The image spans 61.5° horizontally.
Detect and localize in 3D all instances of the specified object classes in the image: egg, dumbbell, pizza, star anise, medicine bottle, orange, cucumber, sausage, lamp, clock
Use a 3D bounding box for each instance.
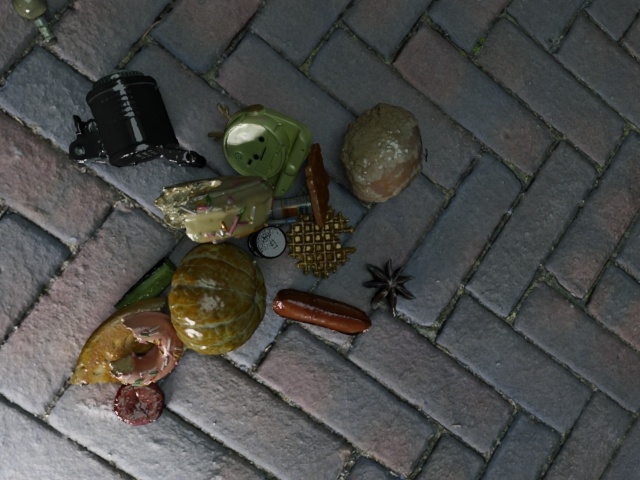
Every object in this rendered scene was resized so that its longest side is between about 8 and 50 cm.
[{"bbox_3d":[0.192,-0.272,1.697,0.278,0.279,0.311,18,80,-13],"label":"egg"},{"bbox_3d":[-0.165,0.006,1.641,0.100,0.191,0.100,0,90,-13],"label":"dumbbell"},{"bbox_3d":[-0.579,0.306,1.591,0.365,0.074,0.182,-48,115,-2],"label":"pizza"},{"bbox_3d":[0.228,0.155,1.802,0.204,0.061,0.181,16,87,-13],"label":"star anise"},{"bbox_3d":[-0.132,-0.088,1.692,0.220,0.061,0.092,-7,54,2],"label":"medicine bottle"},{"bbox_3d":[-0.290,0.162,1.542,0.248,0.329,0.330,-4,91,8],"label":"orange"},{"bbox_3d":[-0.527,0.145,1.627,0.211,0.062,0.078,-42,117,-1],"label":"cucumber"},{"bbox_3d":[0.007,0.227,1.731,0.330,0.102,0.102,17,86,-12],"label":"sausage"},{"bbox_3d":[-0.529,-0.349,1.546,0.373,0.205,0.273,-1,94,-3],"label":"lamp"},{"bbox_3d":[-0.194,-0.288,1.624,0.307,0.096,0.235,27,129,-3],"label":"clock"},{"bbox_3d":[-0.814,-0.644,1.551,0.090,0.091,0.163,-29,113,-12],"label":"lamp"}]

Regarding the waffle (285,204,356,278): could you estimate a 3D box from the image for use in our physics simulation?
[{"bbox_3d":[0.000,0.000,1.754,0.228,0.051,0.232,45,81,-10],"label":"waffle"}]

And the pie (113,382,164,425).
[{"bbox_3d":[-0.547,0.489,1.626,0.153,0.038,0.154,0,90,-16],"label":"pie"}]

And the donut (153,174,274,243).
[{"bbox_3d":[-0.288,-0.097,1.538,0.307,0.371,0.150,-17,108,-28],"label":"donut"}]

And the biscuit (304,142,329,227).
[{"bbox_3d":[-0.009,-0.174,1.687,0.043,0.183,0.281,-6,76,22],"label":"biscuit"}]

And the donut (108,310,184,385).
[{"bbox_3d":[-0.488,0.316,1.542,0.199,0.085,0.233,9,110,-30],"label":"donut"}]
